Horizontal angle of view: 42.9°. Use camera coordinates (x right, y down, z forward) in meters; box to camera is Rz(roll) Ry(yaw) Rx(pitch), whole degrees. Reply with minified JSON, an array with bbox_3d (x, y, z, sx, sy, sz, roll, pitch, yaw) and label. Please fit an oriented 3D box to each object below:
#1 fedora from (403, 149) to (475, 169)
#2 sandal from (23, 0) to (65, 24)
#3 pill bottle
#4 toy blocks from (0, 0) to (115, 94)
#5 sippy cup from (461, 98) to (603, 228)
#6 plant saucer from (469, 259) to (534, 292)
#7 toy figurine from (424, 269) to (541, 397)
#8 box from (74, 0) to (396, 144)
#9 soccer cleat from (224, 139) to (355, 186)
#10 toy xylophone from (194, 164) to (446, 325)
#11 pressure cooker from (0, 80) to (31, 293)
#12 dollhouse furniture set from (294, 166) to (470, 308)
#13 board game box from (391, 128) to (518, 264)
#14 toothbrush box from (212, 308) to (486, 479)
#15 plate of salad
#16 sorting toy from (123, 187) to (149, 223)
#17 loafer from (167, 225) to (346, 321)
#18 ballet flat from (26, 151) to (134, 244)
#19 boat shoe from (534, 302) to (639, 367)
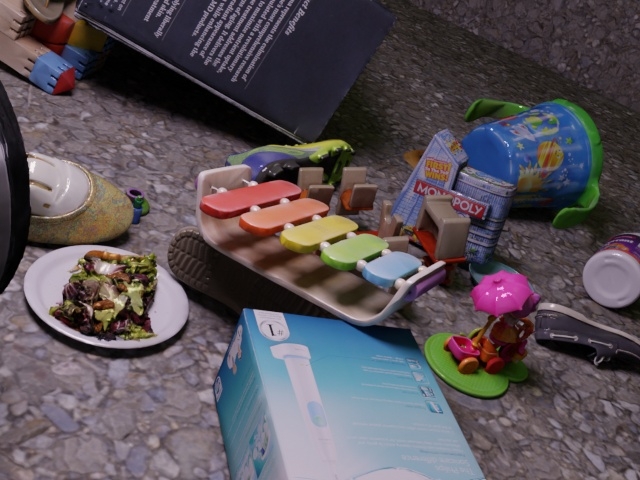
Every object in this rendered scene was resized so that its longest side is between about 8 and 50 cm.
[{"bbox_3d":[0.236,-0.108,1.579,0.194,0.079,0.194,16,24,-7],"label":"fedora"},{"bbox_3d":[-0.458,-0.439,1.411,0.072,0.049,0.180,38,39,-19],"label":"sandal"},{"bbox_3d":[0.567,0.047,1.518,0.108,0.108,0.193,35,31,21],"label":"pill bottle"},{"bbox_3d":[-0.498,-0.407,1.507,0.261,0.191,0.381,34,30,-4],"label":"toy blocks"},{"bbox_3d":[0.415,-0.163,1.672,0.224,0.240,0.305,-11,17,-30],"label":"sippy cup"},{"bbox_3d":[0.302,0.074,1.378,0.119,0.021,0.119,17,29,-9],"label":"plant saucer"},{"bbox_3d":[0.252,0.117,1.130,0.173,0.159,0.130,6,33,-28],"label":"toy figurine"},{"bbox_3d":[-0.171,-0.478,1.555,0.471,0.297,0.480,29,19,-24],"label":"box"},{"bbox_3d":[-0.046,-0.141,1.427,0.121,0.093,0.289,31,29,27],"label":"soccer cleat"},{"bbox_3d":[0.000,0.000,1.017,0.322,0.081,0.236,24,20,13],"label":"toy xylophone"},{"bbox_3d":[-0.498,-0.025,0.645,0.369,0.376,0.420,-7,13,33],"label":"pressure cooker"},{"bbox_3d":[0.095,0.008,1.277,0.259,0.135,0.262,-2,36,-19],"label":"dollhouse furniture set"},{"bbox_3d":[0.220,-0.077,1.373,0.194,0.194,0.060,24,28,20],"label":"board game box"},{"bbox_3d":[0.027,0.219,0.837,0.216,0.126,0.295,9,31,-24],"label":"toothbrush box"},{"bbox_3d":[-0.255,0.057,0.993,0.199,0.048,0.200,18,29,-10],"label":"plate of salad"},{"bbox_3d":[-0.280,-0.057,1.172,0.061,0.042,0.102,32,30,17],"label":"sorting toy"},{"bbox_3d":[-0.070,0.059,1.060,0.268,0.102,0.092,34,19,10],"label":"loafer"},{"bbox_3d":[-0.406,-0.075,1.031,0.348,0.123,0.123,12,30,-17],"label":"ballet flat"},{"bbox_3d":[0.431,0.167,1.297,0.206,0.075,0.065,24,71,-7],"label":"boat shoe"}]
